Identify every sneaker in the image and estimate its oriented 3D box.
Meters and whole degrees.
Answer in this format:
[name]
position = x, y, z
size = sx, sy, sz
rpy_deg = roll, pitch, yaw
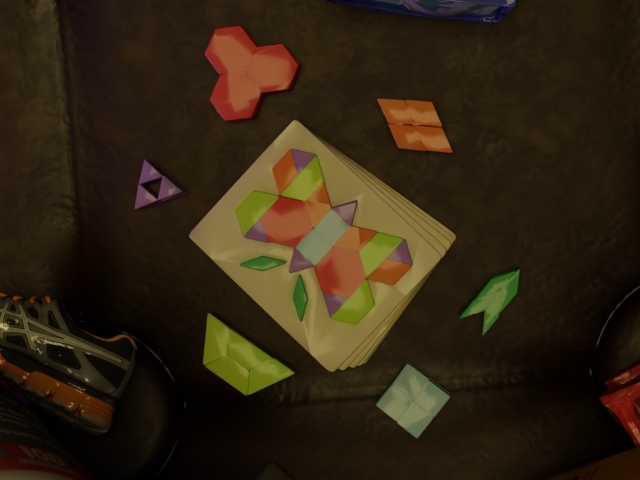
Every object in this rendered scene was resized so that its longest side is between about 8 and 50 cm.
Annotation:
[sneaker]
position = -0.249, 0.080, 0.933
size = 0.215, 0.084, 0.083
rpy_deg = 28, 68, 8

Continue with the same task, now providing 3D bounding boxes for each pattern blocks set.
[pattern blocks set]
position = 0.000, 0.000, 0.925
size = 0.325, 0.026, 0.285
rpy_deg = 28, 93, 5

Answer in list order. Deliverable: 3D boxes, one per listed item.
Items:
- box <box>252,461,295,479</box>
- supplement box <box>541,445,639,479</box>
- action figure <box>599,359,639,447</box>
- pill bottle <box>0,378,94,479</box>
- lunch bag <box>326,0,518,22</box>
[box]
position = -0.052, 0.279, 0.827
size = 0.127, 0.232, 0.148
rpy_deg = 40, 94, 4
[supplement box]
position = 0.211, 0.212, 0.831
size = 0.233, 0.078, 0.080
rpy_deg = -27, 92, 34
[action figure]
position = 0.345, 0.205, 0.851
size = 0.139, 0.091, 0.280
rpy_deg = -31, 87, 21
[pill bottle]
position = -0.277, 0.191, 0.767
size = 0.210, 0.363, 0.210
rpy_deg = -10, 110, -31
[lunch bag]
position = 0.081, -0.244, 0.881
size = 0.151, 0.096, 0.129
rpy_deg = 4, 91, -4
